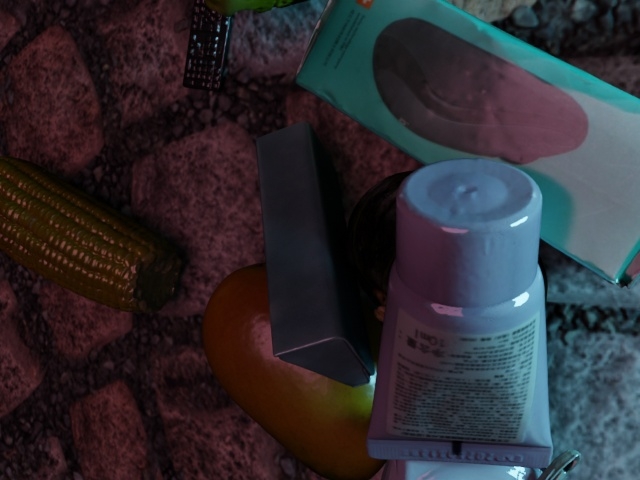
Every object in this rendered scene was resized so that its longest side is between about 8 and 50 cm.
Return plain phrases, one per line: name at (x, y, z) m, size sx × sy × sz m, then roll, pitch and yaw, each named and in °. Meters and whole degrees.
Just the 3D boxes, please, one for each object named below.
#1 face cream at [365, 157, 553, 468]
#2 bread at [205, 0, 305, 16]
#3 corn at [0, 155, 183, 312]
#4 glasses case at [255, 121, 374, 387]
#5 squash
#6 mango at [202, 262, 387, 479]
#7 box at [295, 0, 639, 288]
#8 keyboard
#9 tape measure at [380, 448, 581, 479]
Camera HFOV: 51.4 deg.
face cream at (0.105, 0.079, 0.489) m, size 0.154 × 0.096 × 0.274 m, roll -1°, pitch 125°, yaw 7°
bread at (-0.006, -0.372, 0.562) m, size 0.251 × 0.376 × 0.208 m, roll -15°, pitch 85°, yaw -16°
corn at (-0.336, -0.009, 0.882) m, size 0.344 × 0.131 × 0.131 m, roll 24°, pitch 103°, yaw 25°
glasses case at (0.000, 0.000, 0.637) m, size 0.056 × 0.105 × 0.266 m, roll -37°, pitch 43°, yaw 30°
squash at (0.112, 0.024, 0.603) m, size 0.156 × 0.193 × 0.193 m, roll -25°, pitch 79°, yaw 5°
mango at (-0.011, 0.126, 0.702) m, size 0.254 × 0.139 × 0.175 m, roll 41°, pitch 115°, yaw 12°
box at (0.160, -0.100, 0.561) m, size 0.311 × 0.205 × 0.118 m, roll 38°, pitch 111°, yaw 24°
keyboard at (-0.133, -0.290, 0.824) m, size 0.061 × 0.013 × 0.204 m, roll 14°, pitch 98°, yaw 28°
tape measure at (0.135, 0.256, 0.612) m, size 0.178 × 0.105 × 0.196 m, roll 9°, pitch 92°, yaw -1°
